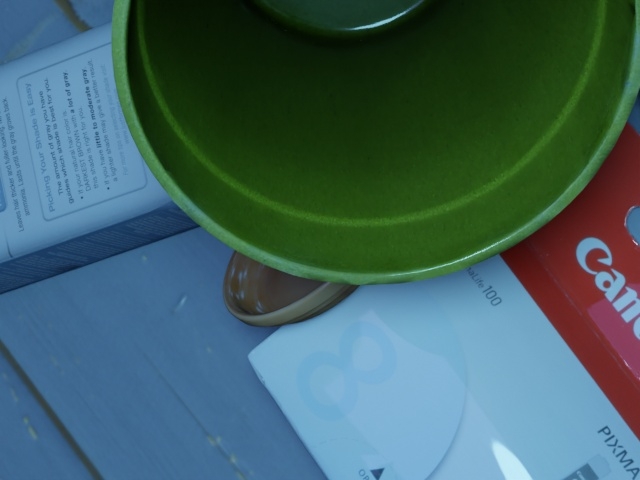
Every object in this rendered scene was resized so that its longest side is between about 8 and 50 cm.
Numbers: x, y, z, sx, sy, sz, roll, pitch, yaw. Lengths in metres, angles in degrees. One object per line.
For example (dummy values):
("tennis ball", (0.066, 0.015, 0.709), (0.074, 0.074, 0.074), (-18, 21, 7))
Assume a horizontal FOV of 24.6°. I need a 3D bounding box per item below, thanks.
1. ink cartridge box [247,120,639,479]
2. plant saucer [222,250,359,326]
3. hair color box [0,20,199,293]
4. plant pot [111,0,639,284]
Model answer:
("ink cartridge box", (0.173, 0.107, 1.225), (0.385, 0.091, 0.308), (-40, 71, 14))
("plant saucer", (0.000, 0.000, 1.281), (0.200, 0.037, 0.200), (-33, 29, 21))
("hair color box", (-0.264, -0.071, 1.405), (0.374, 0.113, 0.185), (-18, 77, 18))
("plant pot", (0.030, -0.211, 1.148), (0.366, 0.353, 0.366), (-2, 118, -4))
